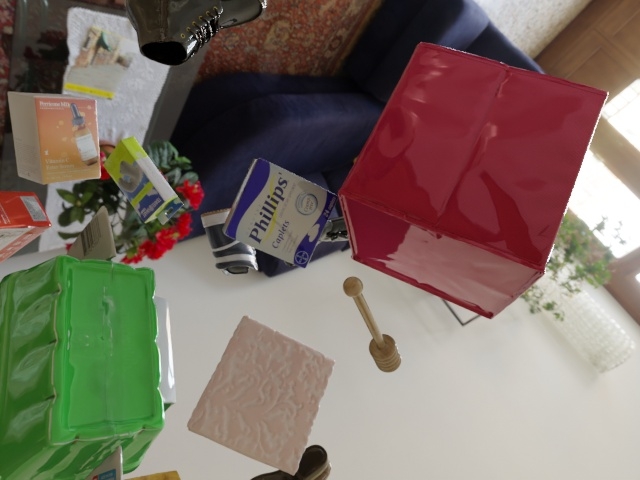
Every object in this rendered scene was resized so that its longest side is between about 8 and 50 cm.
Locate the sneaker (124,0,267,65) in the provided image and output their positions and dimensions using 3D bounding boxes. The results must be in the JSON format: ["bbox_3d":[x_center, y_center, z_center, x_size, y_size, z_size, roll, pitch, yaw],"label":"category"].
[{"bbox_3d":[-0.182,-0.340,0.653,0.221,0.118,0.083,-14,162,-15],"label":"sneaker"}]

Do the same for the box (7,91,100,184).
[{"bbox_3d":[-0.551,-0.216,0.863,0.130,0.090,0.171,-28,130,-57],"label":"box"}]

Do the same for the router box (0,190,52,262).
[{"bbox_3d":[-0.724,0.029,0.716,0.335,0.082,0.301,-30,178,14],"label":"router box"}]

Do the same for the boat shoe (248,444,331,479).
[{"bbox_3d":[-0.104,0.694,1.131,0.307,0.110,0.105,-20,119,-18],"label":"boat shoe"}]

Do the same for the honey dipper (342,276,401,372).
[{"bbox_3d":[0.051,0.086,0.406,0.030,0.030,0.161,-35,137,-7],"label":"honey dipper"}]

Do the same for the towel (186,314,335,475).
[{"bbox_3d":[-0.151,0.424,1.155,0.332,0.316,0.053,-65,-175,-27],"label":"towel"}]

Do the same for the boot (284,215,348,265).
[{"bbox_3d":[0.000,0.000,1.444,0.207,0.094,0.246,-7,151,-39],"label":"boot"}]

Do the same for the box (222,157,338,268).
[{"bbox_3d":[-0.064,-0.042,0.639,0.126,0.137,0.072,-65,-162,3],"label":"box"}]

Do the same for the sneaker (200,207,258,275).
[{"bbox_3d":[-0.172,-0.003,1.014,0.099,0.153,0.282,-13,-179,27],"label":"sneaker"}]

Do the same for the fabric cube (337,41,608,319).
[{"bbox_3d":[0.200,-0.074,0.610,0.258,0.258,0.254,-62,163,-15],"label":"fabric cube"}]

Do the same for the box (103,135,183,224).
[{"bbox_3d":[-0.391,-0.123,0.907,0.109,0.178,0.042,-31,-174,38],"label":"box"}]

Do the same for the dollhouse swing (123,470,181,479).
[{"bbox_3d":[-0.424,0.636,0.744,0.346,0.305,0.315,8,112,-34],"label":"dollhouse swing"}]

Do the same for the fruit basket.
[{"bbox_3d":[-0.321,0.181,0.516,0.165,0.327,0.353,10,143,-41],"label":"fruit basket"}]
